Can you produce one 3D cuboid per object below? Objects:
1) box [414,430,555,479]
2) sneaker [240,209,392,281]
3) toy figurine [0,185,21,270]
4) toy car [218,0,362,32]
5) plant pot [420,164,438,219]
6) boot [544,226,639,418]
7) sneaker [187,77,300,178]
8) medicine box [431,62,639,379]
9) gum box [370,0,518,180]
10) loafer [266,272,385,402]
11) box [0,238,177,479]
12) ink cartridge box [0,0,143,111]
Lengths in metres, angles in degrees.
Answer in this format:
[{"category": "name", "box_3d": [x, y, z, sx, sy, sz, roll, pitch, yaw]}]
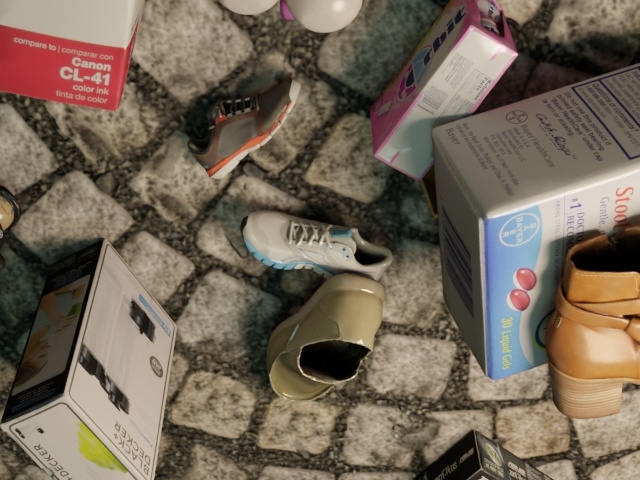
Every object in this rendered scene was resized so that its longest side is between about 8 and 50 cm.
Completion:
[{"category": "box", "box_3d": [0.235, 0.372, 1.614, 0.180, 0.078, 0.147, 33, 118, -21]}, {"category": "sneaker", "box_3d": [0.000, 0.000, 1.356, 0.190, 0.071, 0.083, 18, 146, -21]}, {"category": "toy figurine", "box_3d": [-0.469, 0.018, 1.341, 0.209, 0.148, 0.213, 18, 125, -5]}, {"category": "toy car", "box_3d": [-0.033, -0.278, 1.151, 0.181, 0.159, 0.136, 11, 158, -8]}, {"category": "plant pot", "box_3d": [0.177, -0.058, 1.325, 0.083, 0.081, 0.081, 30, 120, -31]}, {"category": "boot", "box_3d": [0.367, 0.064, 1.194, 0.283, 0.109, 0.220, -10, 131, -4]}, {"category": "sneaker", "box_3d": [-0.089, -0.134, 1.285, 0.065, 0.061, 0.158, 42, 114, -17]}, {"category": "medicine box", "box_3d": [0.282, -0.022, 1.242, 0.289, 0.149, 0.264, -17, 135, -7]}, {"category": "gum box", "box_3d": [0.130, -0.171, 1.229, 0.062, 0.107, 0.188, 27, 120, -18]}, {"category": "loafer", "box_3d": [-0.003, 0.138, 1.415, 0.101, 0.092, 0.268, 16, 142, -12]}, {"category": "box", "box_3d": [-0.258, 0.153, 1.338, 0.087, 0.290, 0.169, -25, 120, 16]}, {"category": "ink cartridge box", "box_3d": [-0.213, -0.309, 1.064, 0.131, 0.226, 0.306, 12, 124, -9]}]
